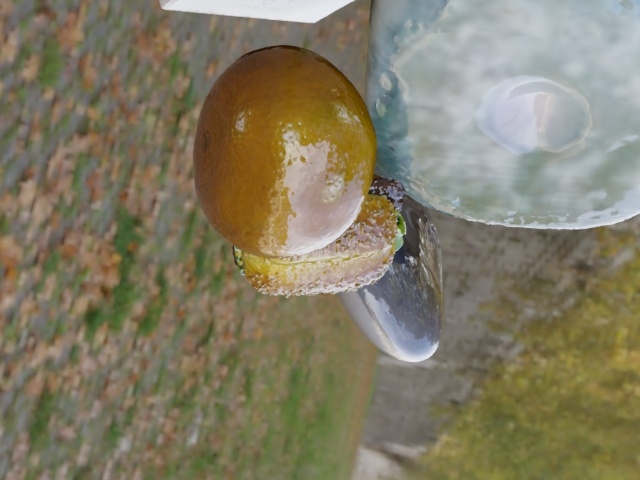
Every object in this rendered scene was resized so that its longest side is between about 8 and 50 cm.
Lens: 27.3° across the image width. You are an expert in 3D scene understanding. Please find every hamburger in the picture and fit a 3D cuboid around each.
[{"bbox_3d":[0.000,0.000,1.240,0.087,0.165,0.137,-100,-168,-45],"label":"hamburger"}]

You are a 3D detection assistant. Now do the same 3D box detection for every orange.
[{"bbox_3d":[-0.025,-0.063,0.966,0.156,0.124,0.156,-172,-90,-67],"label":"orange"}]

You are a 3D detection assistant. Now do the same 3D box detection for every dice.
[{"bbox_3d":[0.216,-0.237,1.310,0.348,0.330,0.328,-80,175,-45],"label":"dice"}]

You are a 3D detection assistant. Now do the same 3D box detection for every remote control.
[{"bbox_3d":[0.078,0.010,1.605,0.221,0.103,0.332,50,25,-25],"label":"remote control"}]

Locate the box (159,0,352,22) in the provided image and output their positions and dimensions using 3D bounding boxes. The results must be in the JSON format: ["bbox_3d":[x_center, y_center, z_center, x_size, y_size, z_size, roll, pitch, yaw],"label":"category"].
[{"bbox_3d":[-0.077,-0.352,1.446,0.260,0.111,0.195,-4,75,-53],"label":"box"}]

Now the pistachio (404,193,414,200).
[{"bbox_3d":[0.167,-0.065,1.540,0.049,0.172,0.090,-98,-162,-46],"label":"pistachio"}]
